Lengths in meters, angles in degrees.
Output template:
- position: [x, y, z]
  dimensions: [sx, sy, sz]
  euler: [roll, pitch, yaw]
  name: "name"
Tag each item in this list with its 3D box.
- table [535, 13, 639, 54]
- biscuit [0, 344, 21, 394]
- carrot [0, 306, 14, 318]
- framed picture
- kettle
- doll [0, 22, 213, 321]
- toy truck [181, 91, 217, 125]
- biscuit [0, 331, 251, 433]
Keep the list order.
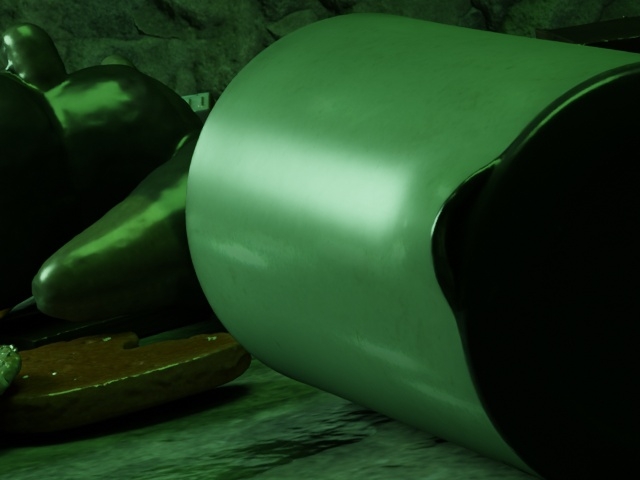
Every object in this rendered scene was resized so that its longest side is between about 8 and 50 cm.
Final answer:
- position: [0.333, -0.142, 1.940]
  dimensions: [0.169, 0.172, 0.193]
  euler: [-9, 13, -5]
  name: "table"
- position: [-0.269, 0.115, 1.268]
  dimensions: [0.152, 0.020, 0.152]
  euler: [-25, 14, 7]
  name: "biscuit"
- position: [-0.278, -0.015, 1.844]
  dimensions: [0.138, 0.139, 0.302]
  euler: [-6, 20, 17]
  name: "carrot"
- position: [-0.197, 0.071, 1.596]
  dimensions: [0.168, 0.023, 0.128]
  euler: [-15, 10, -33]
  name: "framed picture"
- position: [0.146, 0.015, 1.078]
  dimensions: [0.361, 0.250, 0.376]
  euler: [18, 0, -23]
  name: "kettle"
- position: [-0.232, -0.045, 1.523]
  dimensions: [0.382, 0.252, 0.378]
  euler: [-22, 13, -31]
  name: "doll"
- position: [-0.146, -0.074, 1.962]
  dimensions: [0.108, 0.140, 0.257]
  euler: [-9, 29, 3]
  name: "toy truck"
- position: [-0.153, 0.097, 1.329]
  dimensions: [0.186, 0.036, 0.192]
  euler: [-15, 11, -19]
  name: "biscuit"
